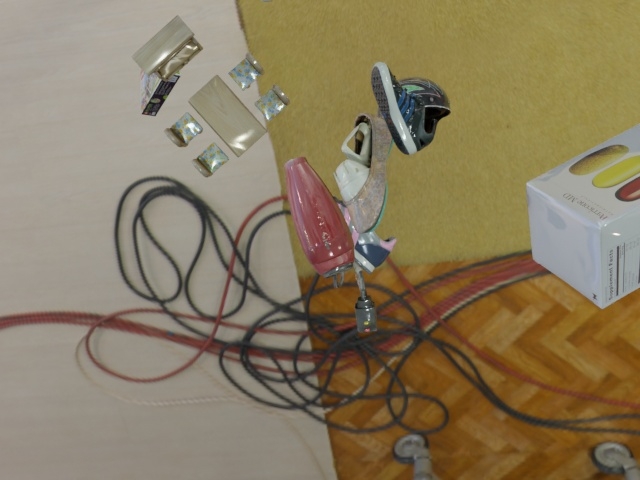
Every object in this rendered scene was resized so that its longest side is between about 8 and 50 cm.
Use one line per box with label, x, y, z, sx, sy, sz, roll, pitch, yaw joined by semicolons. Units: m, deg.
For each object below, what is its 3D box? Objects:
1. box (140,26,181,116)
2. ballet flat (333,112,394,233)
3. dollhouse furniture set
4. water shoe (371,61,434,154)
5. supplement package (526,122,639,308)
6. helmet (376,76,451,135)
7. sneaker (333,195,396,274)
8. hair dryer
box;-0.359;-0.372;1.591;0.036;0.114;0.207;3;162;-27
ballet flat;0.084;-0.152;1.501;0.106;0.316;0.107;31;135;-22
dollhouse furniture set;-0.204;-0.266;1.290;0.212;0.161;0.242;-41;97;3
water shoe;0.166;-0.276;1.446;0.080;0.073;0.203;-28;115;-10
supplement package;0.408;-0.046;0.918;0.244;0.139;0.134;-27;127;-13
helmet;0.225;-0.317;1.727;0.169;0.169;0.161;24;100;-8
sneaker;0.066;-0.065;1.856;0.131;0.112;0.319;-43;106;-2
hair dryer;0.000;0.000;1.155;0.080;0.223;0.293;-23;121;-7
